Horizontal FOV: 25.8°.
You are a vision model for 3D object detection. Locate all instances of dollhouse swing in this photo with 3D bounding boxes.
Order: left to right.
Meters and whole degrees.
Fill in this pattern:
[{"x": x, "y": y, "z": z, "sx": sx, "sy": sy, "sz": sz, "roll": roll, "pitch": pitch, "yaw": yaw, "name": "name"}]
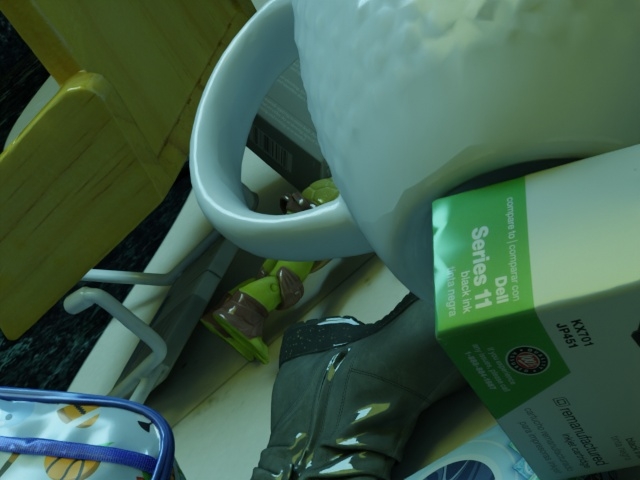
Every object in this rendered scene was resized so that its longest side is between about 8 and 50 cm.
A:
[{"x": -0.252, "y": -0.172, "z": 1.227, "sx": 0.315, "sy": 0.305, "sz": 0.347, "roll": -40, "pitch": 18, "yaw": 31, "name": "dollhouse swing"}]

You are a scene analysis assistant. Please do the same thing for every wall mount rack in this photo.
[{"x": -0.204, "y": 0.066, "z": 1.314, "sx": 0.304, "sy": 0.130, "sz": 0.350, "roll": -40, "pitch": 16, "yaw": 44, "name": "wall mount rack"}]

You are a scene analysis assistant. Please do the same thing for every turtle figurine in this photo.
[{"x": 0.000, "y": 0.000, "z": 1.146, "sx": 0.217, "sy": 0.087, "sz": 0.269, "roll": -48, "pitch": 21, "yaw": -14, "name": "turtle figurine"}]

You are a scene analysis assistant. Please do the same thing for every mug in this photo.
[{"x": 0.079, "y": -0.113, "z": 0.832, "sx": 0.374, "sy": 0.276, "sz": 0.328, "roll": -21, "pitch": 49, "yaw": 26, "name": "mug"}]

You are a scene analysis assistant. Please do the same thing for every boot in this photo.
[{"x": 0.049, "y": 0.120, "z": 0.901, "sx": 0.246, "sy": 0.083, "sz": 0.161, "roll": -20, "pitch": 43, "yaw": 41, "name": "boot"}]

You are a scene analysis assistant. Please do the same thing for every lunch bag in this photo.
[{"x": -0.250, "y": 0.204, "z": 0.956, "sx": 0.303, "sy": 0.115, "sz": 0.243, "roll": 5, "pitch": 53, "yaw": 11, "name": "lunch bag"}]

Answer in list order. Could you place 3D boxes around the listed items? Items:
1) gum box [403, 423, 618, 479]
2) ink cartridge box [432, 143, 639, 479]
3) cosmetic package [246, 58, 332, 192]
[{"x": 0.079, "y": 0.180, "z": 0.757, "sx": 0.184, "sy": 0.041, "sz": 0.157, "roll": -35, "pitch": 24, "yaw": 18, "name": "gum box"}, {"x": 0.177, "y": 0.028, "z": 0.664, "sx": 0.208, "sy": 0.153, "sz": 0.087, "roll": -16, "pitch": 47, "yaw": 22, "name": "ink cartridge box"}, {"x": 0.030, "y": -0.170, "z": 1.330, "sx": 0.238, "sy": 0.127, "sz": 0.107, "roll": -46, "pitch": -15, "yaw": -18, "name": "cosmetic package"}]
